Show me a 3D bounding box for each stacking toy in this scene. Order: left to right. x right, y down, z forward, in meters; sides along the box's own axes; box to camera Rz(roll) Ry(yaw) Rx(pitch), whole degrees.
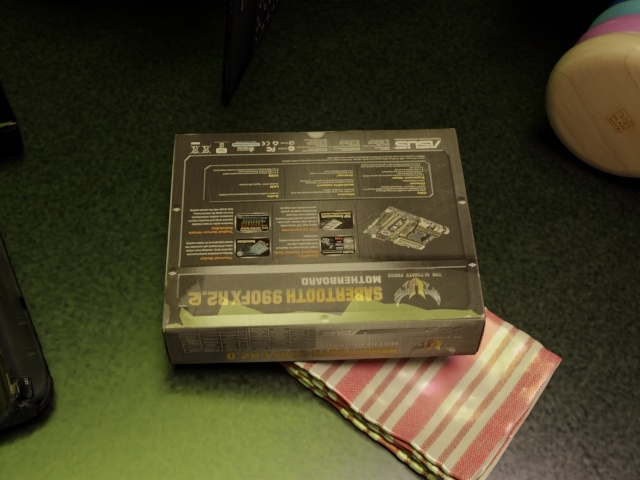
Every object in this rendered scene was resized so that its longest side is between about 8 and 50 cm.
[{"bbox_3d":[0.334,-0.207,0.895,0.141,0.141,0.330,31,54,10],"label":"stacking toy"}]

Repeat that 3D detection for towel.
[{"bbox_3d":[0.070,0.084,0.728,0.197,0.029,0.144,35,60,13],"label":"towel"}]

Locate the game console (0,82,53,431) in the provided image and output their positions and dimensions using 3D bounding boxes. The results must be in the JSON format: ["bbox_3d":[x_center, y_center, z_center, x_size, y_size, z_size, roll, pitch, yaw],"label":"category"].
[{"bbox_3d":[-0.316,-0.009,0.719,0.213,0.044,0.361,-20,64,-17],"label":"game console"}]

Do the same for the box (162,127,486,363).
[{"bbox_3d":[0.000,0.000,0.730,0.231,0.056,0.183,-2,55,-2],"label":"box"}]

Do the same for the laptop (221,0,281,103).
[{"bbox_3d":[0.027,-0.263,0.809,0.136,0.234,0.264,19,58,4],"label":"laptop"}]
